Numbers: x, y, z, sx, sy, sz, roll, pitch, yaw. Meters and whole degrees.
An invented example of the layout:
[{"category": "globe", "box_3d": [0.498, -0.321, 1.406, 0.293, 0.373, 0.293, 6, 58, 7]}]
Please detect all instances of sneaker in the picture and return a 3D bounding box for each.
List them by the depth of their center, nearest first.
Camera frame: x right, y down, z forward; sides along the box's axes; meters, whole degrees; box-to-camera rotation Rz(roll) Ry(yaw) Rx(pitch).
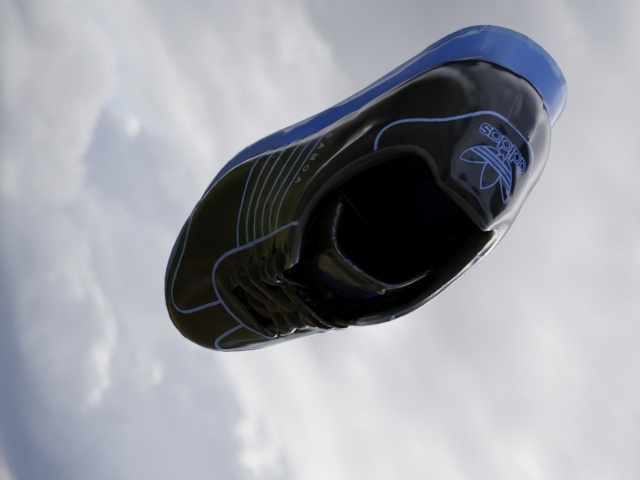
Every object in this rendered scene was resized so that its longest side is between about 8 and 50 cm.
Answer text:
[{"category": "sneaker", "box_3d": [0.000, 0.000, 0.738, 0.081, 0.090, 0.232, 41, -46, -12]}]
